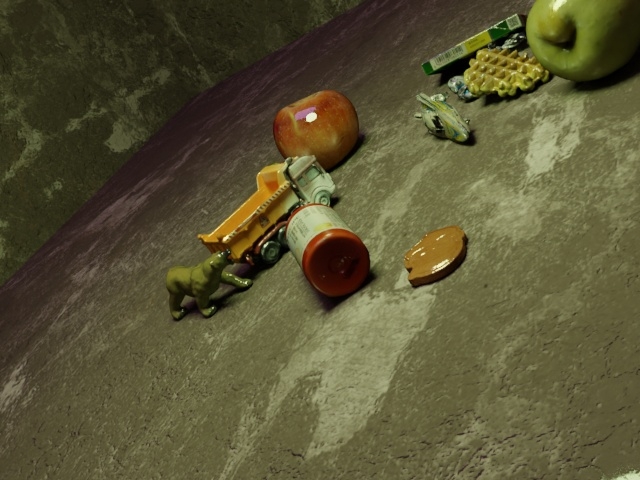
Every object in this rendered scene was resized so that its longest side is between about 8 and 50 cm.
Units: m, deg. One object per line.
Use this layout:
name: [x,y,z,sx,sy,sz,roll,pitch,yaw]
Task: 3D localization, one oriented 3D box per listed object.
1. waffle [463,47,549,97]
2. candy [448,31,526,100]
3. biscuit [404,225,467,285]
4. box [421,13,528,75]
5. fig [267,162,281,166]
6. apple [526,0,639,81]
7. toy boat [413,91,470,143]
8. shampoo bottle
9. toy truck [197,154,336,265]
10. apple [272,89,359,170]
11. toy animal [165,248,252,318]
waffle: [0.363,-0.331,1.596,0.192,0.046,0.160,-5,39,37]
candy: [0.354,-0.366,1.729,0.094,0.051,0.226,11,50,49]
biscuit: [0.166,0.018,1.201,0.102,0.019,0.130,-27,21,18]
box: [0.350,-0.438,1.852,0.235,0.034,0.132,-24,2,27]
fig: [-0.080,-0.143,1.868,0.098,0.082,0.084,-17,-13,3]
apple: [0.446,-0.358,1.376,0.200,0.200,0.200,-30,21,13]
toy boat: [0.239,-0.225,1.560,0.066,0.084,0.210,-24,26,-5]
shampoo bottle: [0.000,0.000,1.375,0.104,0.104,0.278,-35,20,0]
toy truck: [-0.098,-0.056,1.602,0.270,0.135,0.114,-44,22,-24]
apple: [-0.008,-0.241,1.856,0.201,0.162,0.201,-24,14,6]
toy animal: [-0.222,0.076,1.551,0.219,0.101,0.103,-9,31,50]
